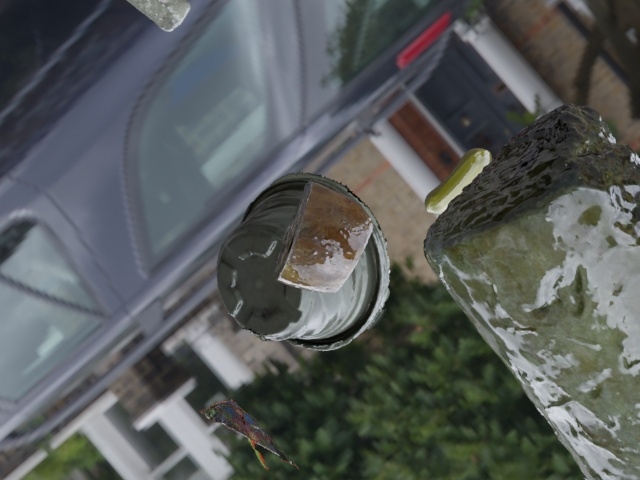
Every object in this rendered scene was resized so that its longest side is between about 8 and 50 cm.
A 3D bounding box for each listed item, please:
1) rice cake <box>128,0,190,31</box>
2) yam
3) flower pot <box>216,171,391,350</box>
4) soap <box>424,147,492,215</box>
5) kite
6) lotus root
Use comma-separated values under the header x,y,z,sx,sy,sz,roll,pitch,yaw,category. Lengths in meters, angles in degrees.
x,y,z,sx,sy,sz,roll,pitch,yaw,category
-0.300,-0.395,1.882,0.052,0.256,0.057,-39,-163,53,rice cake
0.225,0.050,1.068,0.195,0.300,0.195,-34,-167,9,yam
-0.040,0.039,1.646,0.235,0.235,0.140,-40,169,36,flower pot
0.227,-0.093,2.135,0.140,0.045,0.089,-48,155,13,soap
-0.103,0.268,1.823,0.010,0.190,0.159,-50,-150,9,kite
-0.001,0.003,1.402,0.112,0.081,0.122,-64,-173,-5,lotus root
